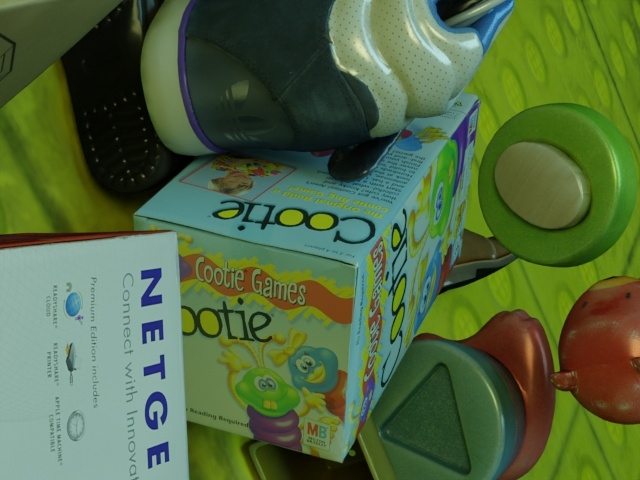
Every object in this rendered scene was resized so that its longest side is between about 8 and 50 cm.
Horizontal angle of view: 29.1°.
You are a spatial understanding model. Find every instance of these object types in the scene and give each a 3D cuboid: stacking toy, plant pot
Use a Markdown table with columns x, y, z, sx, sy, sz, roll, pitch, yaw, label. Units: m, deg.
| x | y | z | sx | sy | sz | roll | pitch | yaw | label |
| --- | --- | --- | --- | --- | --- | --- | --- | --- | --- |
| 0.136 | 0.051 | 0.952 | 0.130 | 0.309 | 0.279 | -3 | 68 | -51 | stacking toy |
| 0.009 | 0.155 | 0.885 | 0.081 | 0.081 | 0.083 | 67 | 18 | -10 | plant pot |

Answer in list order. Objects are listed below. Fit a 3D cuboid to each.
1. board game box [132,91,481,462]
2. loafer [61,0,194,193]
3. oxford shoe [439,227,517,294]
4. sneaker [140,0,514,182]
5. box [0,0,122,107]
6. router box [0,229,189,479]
| x | y | z | sx | sy | sz | roll | pitch | yaw | label |
| --- | --- | --- | --- | --- | --- | --- | --- | --- | --- |
| 0.000 | 0.000 | 0.836 | 0.275 | 0.144 | 0.142 | -51 | 149 | -56 | board game box |
| -0.130 | -0.136 | 0.812 | 0.078 | 0.080 | 0.220 | 5 | 76 | -68 | loafer |
| 0.131 | 0.007 | 1.181 | 0.212 | 0.076 | 0.076 | -7 | 70 | -61 | oxford shoe |
| 0.034 | -0.179 | 0.803 | 0.323 | 0.236 | 0.130 | -75 | 150 | -45 | sneaker |
| -0.192 | -0.072 | 0.567 | 0.021 | 0.164 | 0.201 | 59 | 30 | 0 | box |
| -0.155 | 0.168 | 0.421 | 0.301 | 0.082 | 0.335 | -10 | 98 | -63 | router box |
